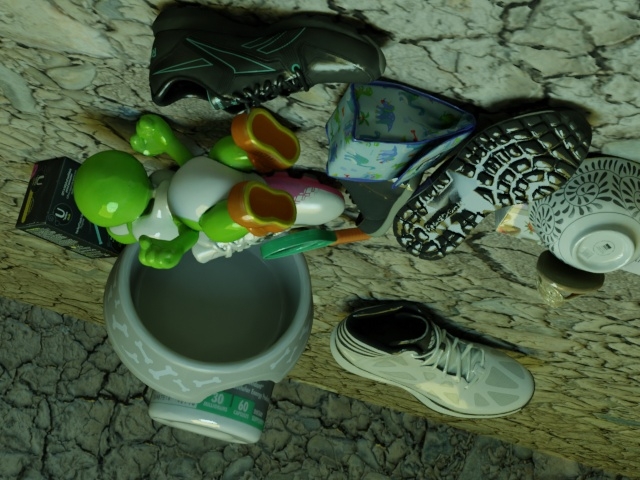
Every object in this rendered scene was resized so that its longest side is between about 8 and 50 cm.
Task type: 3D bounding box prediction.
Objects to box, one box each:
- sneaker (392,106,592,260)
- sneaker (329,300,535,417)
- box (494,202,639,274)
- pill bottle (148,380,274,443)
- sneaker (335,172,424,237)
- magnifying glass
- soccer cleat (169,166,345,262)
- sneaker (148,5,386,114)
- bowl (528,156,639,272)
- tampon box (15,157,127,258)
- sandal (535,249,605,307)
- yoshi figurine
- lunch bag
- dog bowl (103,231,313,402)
[{"bbox_3d":[0.205,-0.093,1.336,0.107,0.124,0.283,47,130,-12],"label":"sneaker"},{"bbox_3d":[0.243,0.250,2.284,0.448,0.169,0.257,16,165,-1],"label":"sneaker"},{"bbox_3d":[0.387,-0.008,1.470,0.324,0.067,0.063,17,136,-10],"label":"box"},{"bbox_3d":[-0.162,0.160,1.961,0.204,0.360,0.204,12,164,4],"label":"pill bottle"},{"bbox_3d":[0.059,-0.081,1.515,0.118,0.083,0.222,22,156,-5],"label":"sneaker"},{"bbox_3d":[0.000,0.000,1.722,0.092,0.026,0.231,-23,172,41],"label":"magnifying glass"},{"bbox_3d":[-0.117,-0.027,1.691,0.331,0.143,0.116,3,161,30],"label":"soccer cleat"},{"bbox_3d":[-0.062,-0.182,1.206,0.268,0.106,0.101,7,161,17],"label":"sneaker"},{"bbox_3d":[0.342,-0.014,1.366,0.170,0.080,0.170,3,134,3],"label":"bowl"},{"bbox_3d":[-0.408,-0.051,1.881,0.101,0.120,0.161,-5,155,45],"label":"tampon box"},{"bbox_3d":[0.328,0.052,1.490,0.088,0.079,0.240,27,-154,11],"label":"sandal"},{"bbox_3d":[-0.209,-0.070,1.522,0.362,0.203,0.203,-13,110,43],"label":"yoshi figurine"},{"bbox_3d":[0.092,-0.122,1.320,0.151,0.096,0.129,2,164,-14],"label":"lunch bag"},{"bbox_3d":[-0.172,0.085,1.798,0.349,0.348,0.102,15,152,-5],"label":"dog bowl"}]
